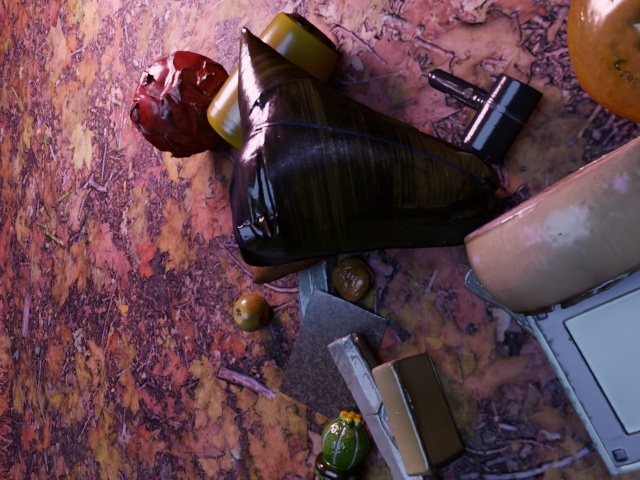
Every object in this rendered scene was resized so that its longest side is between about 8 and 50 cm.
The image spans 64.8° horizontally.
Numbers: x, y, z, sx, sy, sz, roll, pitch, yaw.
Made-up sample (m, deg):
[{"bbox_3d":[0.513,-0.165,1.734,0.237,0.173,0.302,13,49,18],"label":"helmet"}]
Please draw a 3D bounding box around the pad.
[{"bbox_3d":[0.020,0.225,0.967,0.158,0.003,0.234,23,104,18],"label":"pad"}]

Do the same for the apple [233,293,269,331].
[{"bbox_3d":[-0.153,0.158,1.105,0.084,0.071,0.083,-3,86,40],"label":"apple"}]

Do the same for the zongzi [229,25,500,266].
[{"bbox_3d":[0.057,-0.183,0.804,0.404,0.207,0.431,-4,70,-1],"label":"zongzi"}]

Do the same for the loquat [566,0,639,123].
[{"bbox_3d":[0.413,-0.247,0.548,0.263,0.263,0.262,-2,86,40],"label":"loquat"}]

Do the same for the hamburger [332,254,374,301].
[{"bbox_3d":[0.060,0.072,0.949,0.083,0.044,0.076,44,115,30],"label":"hamburger"}]

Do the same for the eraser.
[{"bbox_3d":[0.156,0.274,0.809,0.058,0.117,0.172,-31,69,35],"label":"eraser"}]

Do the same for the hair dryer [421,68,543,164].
[{"bbox_3d":[0.232,-0.224,0.809,0.219,0.072,0.124,48,117,38],"label":"hair dryer"}]

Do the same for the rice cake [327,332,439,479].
[{"bbox_3d":[0.116,0.317,0.869,0.066,0.063,0.336,-39,70,26],"label":"rice cake"}]

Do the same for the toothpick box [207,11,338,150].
[{"bbox_3d":[-0.089,-0.311,1.010,0.271,0.175,0.175,-51,58,19],"label":"toothpick box"}]

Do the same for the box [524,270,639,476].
[{"bbox_3d":[0.407,0.127,0.601,0.225,0.118,0.224,-35,66,32],"label":"box"}]

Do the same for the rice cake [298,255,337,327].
[{"bbox_3d":[-0.008,0.064,1.006,0.085,0.040,0.225,-8,82,33],"label":"rice cake"}]

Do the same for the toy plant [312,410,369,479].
[{"bbox_3d":[0.039,0.393,0.919,0.093,0.093,0.162,16,97,40],"label":"toy plant"}]

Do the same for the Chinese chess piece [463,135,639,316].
[{"bbox_3d":[0.308,-0.020,0.598,0.270,0.270,0.112,-35,83,34],"label":"Chinese chess piece"}]

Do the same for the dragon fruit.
[{"bbox_3d":[-0.308,-0.311,1.164,0.252,0.241,0.240,-44,61,43],"label":"dragon fruit"}]

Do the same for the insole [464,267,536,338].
[{"bbox_3d":[0.301,0.097,0.769,0.188,0.004,0.064,34,108,36],"label":"insole"}]

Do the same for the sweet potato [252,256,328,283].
[{"bbox_3d":[0.001,-0.004,0.930,0.342,0.092,0.113,-17,95,24],"label":"sweet potato"}]
